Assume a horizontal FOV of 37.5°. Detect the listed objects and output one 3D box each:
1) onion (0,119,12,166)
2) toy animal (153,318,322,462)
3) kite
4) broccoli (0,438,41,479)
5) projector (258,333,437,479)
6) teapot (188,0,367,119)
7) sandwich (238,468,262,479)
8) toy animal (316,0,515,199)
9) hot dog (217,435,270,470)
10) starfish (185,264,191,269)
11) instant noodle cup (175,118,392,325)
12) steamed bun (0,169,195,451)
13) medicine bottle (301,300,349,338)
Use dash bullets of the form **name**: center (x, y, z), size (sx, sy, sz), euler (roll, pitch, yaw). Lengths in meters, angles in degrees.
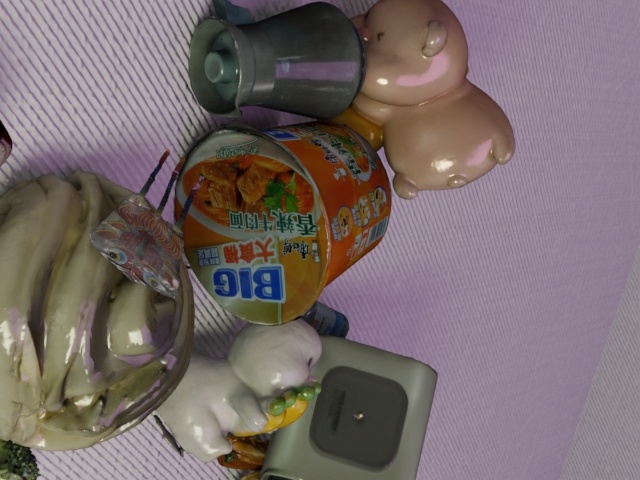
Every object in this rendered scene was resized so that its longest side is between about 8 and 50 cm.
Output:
- **onion**: center (-0.438, -0.086, 1.013), size (0.195, 0.140, 0.218), euler (-44, 174, -15)
- **toy animal**: center (-0.121, 0.201, 1.481), size (0.310, 0.247, 0.183), euler (-37, 155, -9)
- **kite**: center (-0.199, -0.026, 1.176), size (0.127, 0.016, 0.229), euler (43, 38, -19)
- **broccoli**: center (-0.458, 0.281, 1.225), size (0.118, 0.122, 0.204), euler (-42, 126, 6)
- **projector**: center (0.046, 0.329, 1.635), size (0.249, 0.248, 0.249), euler (110, -4, -68)
- **teapot**: center (-0.065, -0.266, 1.335), size (0.225, 0.171, 0.203), euler (-12, 88, -39)
- **sandwich**: center (-0.117, 0.455, 1.739), size (0.093, 0.036, 0.105), euler (-14, 149, -26)
- **toy animal**: center (0.124, -0.243, 1.446), size (0.277, 0.345, 0.247), euler (-16, 142, -5)
- **hot dog**: center (-0.123, 0.388, 1.717), size (0.188, 0.072, 0.055), euler (29, 45, -54)
- **starfish**: center (-0.232, 0.063, 1.423), size (0.091, 0.028, 0.078), euler (-43, 145, -29)
- **instant noodle cup**: center (-0.043, -0.045, 1.398), size (0.214, 0.296, 0.297), euler (-25, 130, -51)
- **steamed bun**: center (-0.297, 0.102, 1.181), size (0.339, 0.247, 0.352), euler (-47, 140, -27)
- **medicine bottle**: center (-0.023, 0.150, 1.700), size (0.208, 0.053, 0.090), euler (32, 85, -53)
